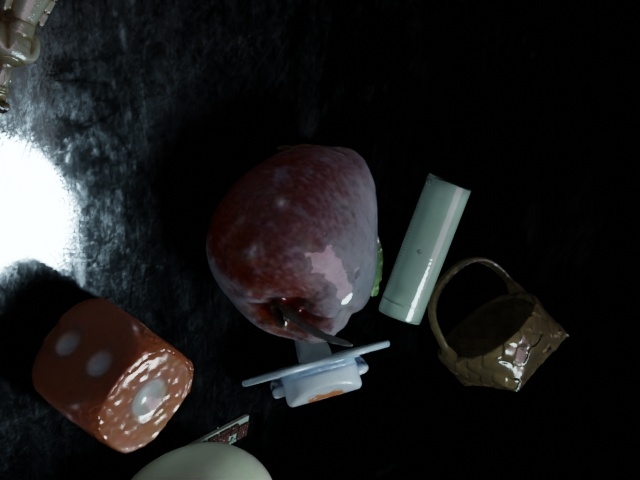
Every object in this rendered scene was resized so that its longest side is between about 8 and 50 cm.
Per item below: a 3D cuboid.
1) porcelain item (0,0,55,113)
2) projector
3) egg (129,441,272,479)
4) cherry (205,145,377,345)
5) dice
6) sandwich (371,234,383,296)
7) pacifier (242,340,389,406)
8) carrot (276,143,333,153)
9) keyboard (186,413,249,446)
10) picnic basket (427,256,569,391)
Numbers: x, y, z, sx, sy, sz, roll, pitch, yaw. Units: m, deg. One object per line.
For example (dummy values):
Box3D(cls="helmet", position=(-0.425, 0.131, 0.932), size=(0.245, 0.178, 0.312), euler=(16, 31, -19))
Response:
Box3D(cls="porcelain item", position=(-0.373, -0.262, 1.152), size=(0.084, 0.054, 0.213), euler=(18, 95, -54))
Box3D(cls="projector", position=(0.236, 0.020, 2.143), size=(0.108, 0.108, 0.337), euler=(8, 104, -56))
Box3D(cls="egg", position=(-0.215, 0.502, 1.672), size=(0.345, 0.283, 0.283), euler=(-39, 141, -57))
Box3D(cls="cherry", position=(-0.029, 0.011, 1.603), size=(0.335, 0.291, 0.326), euler=(-47, 128, -49))
Box3D(cls="dice", position=(-0.318, 0.201, 1.427), size=(0.175, 0.179, 0.174), euler=(-52, 146, -11))
Box3D(cls="sandwich", position=(0.049, 0.048, 1.914), size=(0.160, 0.109, 0.185), euler=(-26, 136, -17))
Box3D(cls="pacifier", position=(-0.021, 0.197, 1.849), size=(0.299, 0.244, 0.233), euler=(-14, 88, -6))
Box3D(cls="carrot", position=(-0.023, -0.162, 1.728), size=(0.165, 0.035, 0.036), euler=(1, 110, -52))
Box3D(cls="keyboard", position=(-0.202, 0.395, 1.856), size=(0.166, 0.017, 0.055), euler=(-20, 126, -47))
Box3D(cls="picnic basket", position=(0.411, 0.202, 2.402), size=(0.293, 0.337, 0.337), euler=(-42, 141, -20))
